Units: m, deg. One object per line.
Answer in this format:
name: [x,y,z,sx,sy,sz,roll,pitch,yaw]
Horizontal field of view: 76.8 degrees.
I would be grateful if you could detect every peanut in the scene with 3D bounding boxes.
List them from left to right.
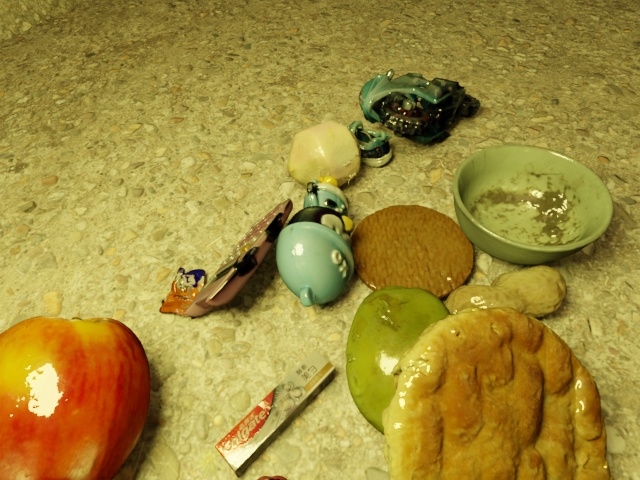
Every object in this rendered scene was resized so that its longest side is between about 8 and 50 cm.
peanut: [0.338,0.105,0.736,0.228,0.085,0.104,-15,23,-7]

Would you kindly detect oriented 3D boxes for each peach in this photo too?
peach: [-0.373,0.243,0.581,0.238,0.281,0.281,13,32,-45]

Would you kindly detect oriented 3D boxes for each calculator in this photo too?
calculator: [-0.148,0.028,0.803,0.043,0.194,0.294,42,55,-14]

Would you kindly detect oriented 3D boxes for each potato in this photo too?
potato: [0.133,0.183,0.637,0.187,0.148,0.253,1,52,-17]

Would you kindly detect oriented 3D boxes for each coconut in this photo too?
coconut: [0.004,-0.193,0.979,0.183,0.170,0.171,-35,55,-26]

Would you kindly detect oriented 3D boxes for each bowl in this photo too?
bowl: [0.406,-0.053,0.828,0.290,0.146,0.289,-2,51,3]

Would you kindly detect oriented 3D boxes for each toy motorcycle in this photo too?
toy motorcycle: [0.263,-0.377,1.094,0.232,0.172,0.416,35,44,28]

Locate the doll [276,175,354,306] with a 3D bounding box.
doll: [0.000,0.000,0.799,0.141,0.177,0.314,-13,42,26]

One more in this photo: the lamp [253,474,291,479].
lamp: [-0.068,0.367,0.537,0.108,0.092,0.107,-4,13,1]

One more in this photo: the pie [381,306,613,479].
pie: [0.229,0.246,0.525,0.340,0.083,0.339,3,81,-17]

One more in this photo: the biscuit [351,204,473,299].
biscuit: [0.188,0.023,0.852,0.262,0.037,0.261,-3,48,3]

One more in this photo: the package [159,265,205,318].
package: [-0.278,0.105,0.826,0.077,0.033,0.110,15,62,-13]

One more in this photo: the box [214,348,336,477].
box: [-0.066,0.272,0.654,0.218,0.039,0.055,-38,57,-25]

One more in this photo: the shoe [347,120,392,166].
shoe: [0.094,-0.270,1.072,0.207,0.106,0.091,19,53,23]
